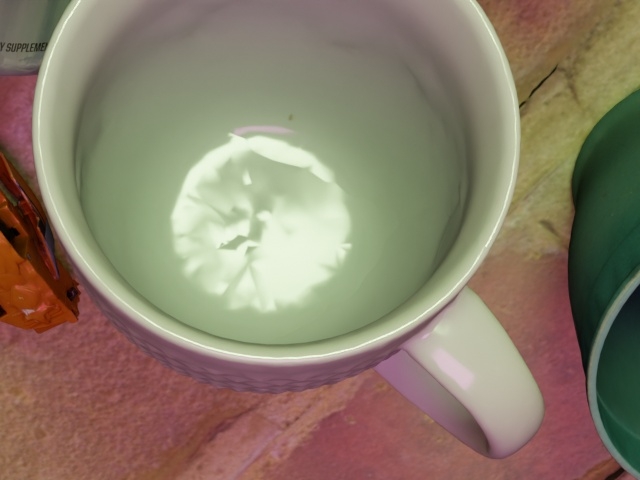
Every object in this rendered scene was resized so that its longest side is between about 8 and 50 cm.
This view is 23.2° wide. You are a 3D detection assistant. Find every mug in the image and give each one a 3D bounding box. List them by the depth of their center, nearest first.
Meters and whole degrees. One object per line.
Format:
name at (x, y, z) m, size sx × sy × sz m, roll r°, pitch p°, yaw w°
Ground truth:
mug at (0.000, 0.000, 1.021) m, size 0.374 × 0.328 × 0.276 m, roll 44°, pitch 79°, yaw 5°

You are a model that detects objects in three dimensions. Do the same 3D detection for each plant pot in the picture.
plant pot at (0.303, 0.011, 1.147) m, size 0.272 × 0.255 × 0.271 m, roll -3°, pitch 124°, yaw -4°

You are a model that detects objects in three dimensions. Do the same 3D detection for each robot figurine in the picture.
robot figurine at (-0.316, -0.024, 1.157) m, size 0.211 × 0.085 × 0.291 m, roll -26°, pitch 123°, yaw 10°

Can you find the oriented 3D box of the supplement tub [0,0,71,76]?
supplement tub at (-0.188, -0.286, 0.925) m, size 0.207 × 0.207 × 0.338 m, roll 13°, pitch 121°, yaw -14°
